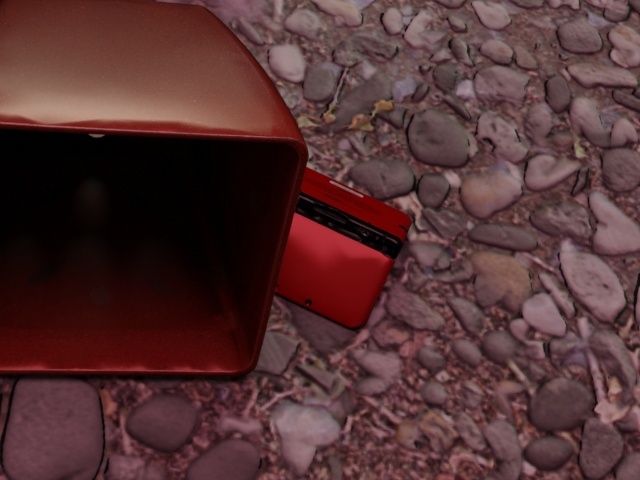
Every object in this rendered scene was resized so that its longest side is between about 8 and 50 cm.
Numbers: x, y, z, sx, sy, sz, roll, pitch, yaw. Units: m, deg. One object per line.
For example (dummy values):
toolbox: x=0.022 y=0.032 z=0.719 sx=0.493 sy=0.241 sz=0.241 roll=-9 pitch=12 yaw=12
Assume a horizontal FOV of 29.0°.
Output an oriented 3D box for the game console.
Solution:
game console: x=0.000 y=0.000 z=1.169 sx=0.144 sy=0.085 sz=0.124 roll=26 pitch=22 yaw=2

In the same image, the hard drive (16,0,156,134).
hard drive: x=-0.372 y=-0.267 z=1.229 sx=0.353 sy=0.047 sz=0.233 roll=31 pitch=54 yaw=7

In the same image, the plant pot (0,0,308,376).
plant pot: x=-0.176 y=-0.063 z=1.026 sx=0.267 sy=0.267 sz=0.235 roll=3 pitch=44 yaw=-14
